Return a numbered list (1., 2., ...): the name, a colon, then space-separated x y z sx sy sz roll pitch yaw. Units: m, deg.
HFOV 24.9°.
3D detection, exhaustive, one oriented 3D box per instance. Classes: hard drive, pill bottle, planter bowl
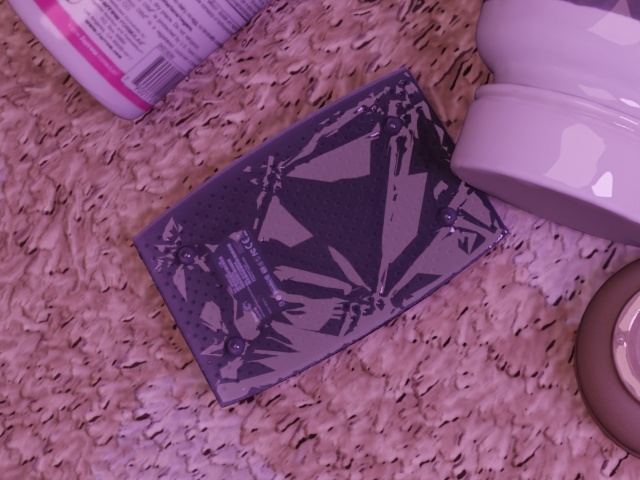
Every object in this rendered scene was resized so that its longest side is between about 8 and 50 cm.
1. hard drive: 0.000 0.000 1.116 0.255 0.054 0.172 -32 75 7
2. pill bottle: 0.230 -0.189 1.011 0.204 0.204 0.361 20 87 16
3. planter bowl: 0.254 0.078 1.011 0.162 0.109 0.162 -2 81 15
4. pill bottle: -0.097 -0.242 1.125 0.283 0.160 0.160 -41 74 4
